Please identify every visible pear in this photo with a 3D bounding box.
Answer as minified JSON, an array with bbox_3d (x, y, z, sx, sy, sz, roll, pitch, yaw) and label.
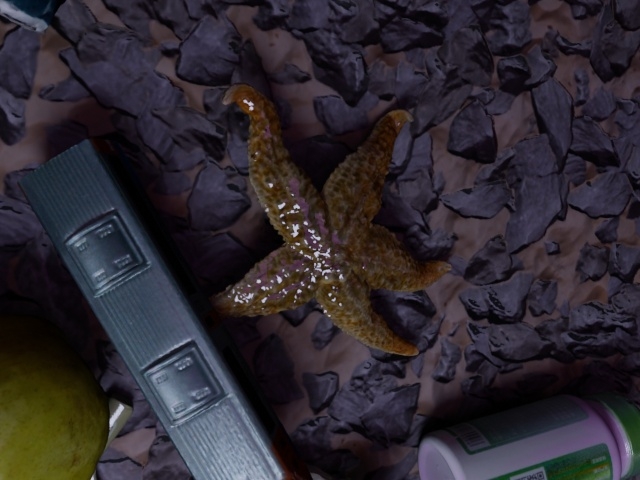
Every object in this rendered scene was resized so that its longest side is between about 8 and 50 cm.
[{"bbox_3d":[-0.285,0.165,0.515,0.200,0.200,0.200,-2,97,-18],"label":"pear"}]

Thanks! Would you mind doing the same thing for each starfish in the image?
[{"bbox_3d":[0.002,0.003,0.638,0.327,0.094,0.375,-28,109,-15],"label":"starfish"}]

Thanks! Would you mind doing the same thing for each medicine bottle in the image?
[{"bbox_3d":[0.269,0.270,0.735,0.274,0.133,0.133,-11,100,-16],"label":"medicine bottle"}]

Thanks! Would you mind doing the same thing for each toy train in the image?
[{"bbox_3d":[-0.135,0.101,0.557,0.086,0.089,0.409,-30,91,4],"label":"toy train"}]

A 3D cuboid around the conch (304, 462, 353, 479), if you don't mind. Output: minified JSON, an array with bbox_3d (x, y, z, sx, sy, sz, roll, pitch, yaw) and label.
[{"bbox_3d":[-0.022,0.361,0.638,0.291,0.159,0.210,-42,108,-7],"label":"conch"}]

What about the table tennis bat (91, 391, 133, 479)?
[{"bbox_3d":[-0.277,0.269,0.621,0.138,0.022,0.246,36,87,-19],"label":"table tennis bat"}]

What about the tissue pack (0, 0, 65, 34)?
[{"bbox_3d":[-0.234,-0.393,0.365,0.253,0.264,0.417,32,97,9],"label":"tissue pack"}]
